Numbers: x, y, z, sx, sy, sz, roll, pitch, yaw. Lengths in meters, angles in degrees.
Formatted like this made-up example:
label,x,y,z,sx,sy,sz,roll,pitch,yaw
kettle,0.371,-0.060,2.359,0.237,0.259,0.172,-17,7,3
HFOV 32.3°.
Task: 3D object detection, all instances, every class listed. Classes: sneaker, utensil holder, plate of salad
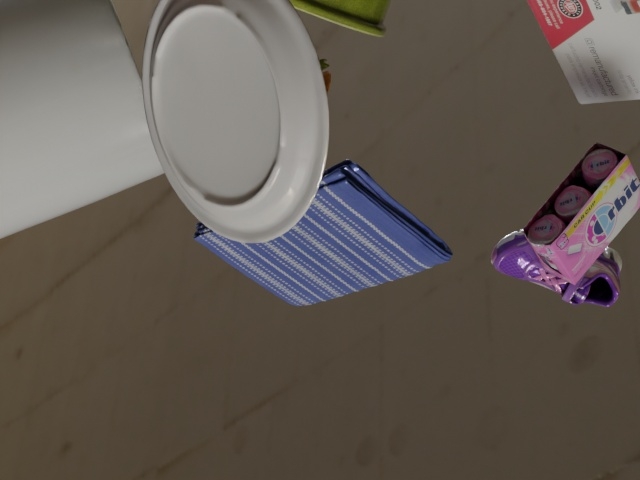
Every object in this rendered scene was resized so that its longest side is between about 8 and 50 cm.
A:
label,x,y,z,sx,sy,sz,roll,pitch,yaw
sneaker,0.396,0.053,1.817,0.104,0.236,0.095,-93,-160,-46
utensil holder,-0.425,-0.165,1.457,0.327,0.385,0.327,160,-90,-83
plate of salad,-0.059,-0.097,0.783,0.200,0.048,0.200,18,-63,42

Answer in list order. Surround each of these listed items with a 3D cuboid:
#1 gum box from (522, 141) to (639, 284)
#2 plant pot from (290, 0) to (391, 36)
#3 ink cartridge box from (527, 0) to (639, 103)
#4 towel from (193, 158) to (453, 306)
label,x,y,z,sx,sy,sz,roll,pitch,yaw
gum box,0.385,-0.035,1.621,0.188,0.107,0.062,-49,-137,-9
plant pot,-0.026,-0.455,1.188,0.353,0.366,0.366,-65,-155,15
ink cartridge box,0.528,-0.357,1.610,0.385,0.279,0.160,0,-127,37
towel,0.000,0.000,1.641,0.336,0.243,0.040,-19,-136,42
